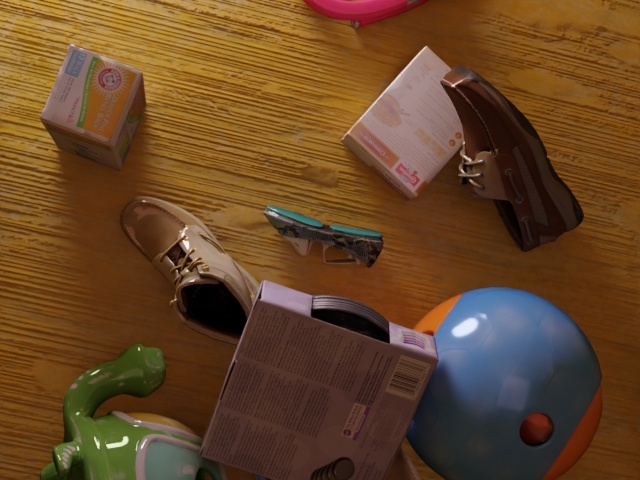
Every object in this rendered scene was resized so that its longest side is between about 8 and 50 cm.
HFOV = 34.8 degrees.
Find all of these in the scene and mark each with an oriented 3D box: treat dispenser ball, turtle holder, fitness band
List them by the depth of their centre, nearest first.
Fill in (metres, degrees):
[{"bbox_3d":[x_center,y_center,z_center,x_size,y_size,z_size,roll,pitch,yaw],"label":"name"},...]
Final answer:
[{"bbox_3d":[-0.257,0.333,1.404,0.227,0.243,0.320,-6,47,-23],"label":"turtle holder"},{"bbox_3d":[0.248,0.209,1.431,0.288,0.288,0.288,1,85,-8],"label":"treat dispenser ball"},{"bbox_3d":[0.086,-0.452,1.586,0.291,0.054,0.209,-22,86,-10],"label":"fitness band"}]

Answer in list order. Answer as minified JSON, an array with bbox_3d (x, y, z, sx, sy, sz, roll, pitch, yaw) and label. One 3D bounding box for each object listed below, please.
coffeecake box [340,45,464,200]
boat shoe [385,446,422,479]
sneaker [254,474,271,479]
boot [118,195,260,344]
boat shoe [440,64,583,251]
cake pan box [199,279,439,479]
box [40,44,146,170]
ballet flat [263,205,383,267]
[{"bbox_3d":[0.146,-0.177,1.560,0.142,0.068,0.185,42,81,-4],"label":"coffeecake box"},{"bbox_3d":[0.047,0.279,1.458,0.341,0.110,0.122,47,45,3],"label":"boat shoe"},{"bbox_3d":[-0.039,0.369,1.491,0.078,0.067,0.188,-28,88,-5],"label":"sneaker"},{"bbox_3d":[-0.187,0.040,1.425,0.262,0.203,0.095,43,95,-3],"label":"boot"},{"bbox_3d":[0.268,-0.107,1.508,0.120,0.122,0.324,-39,115,1],"label":"boat shoe"},{"bbox_3d":[-0.004,0.202,1.332,0.246,0.070,0.266,17,112,-7],"label":"cake pan box"},{"bbox_3d":[-0.312,-0.181,1.429,0.103,0.203,0.114,21,83,-6],"label":"box"},{"bbox_3d":[0.000,0.000,1.531,0.188,0.070,0.070,15,84,-3],"label":"ballet flat"}]
